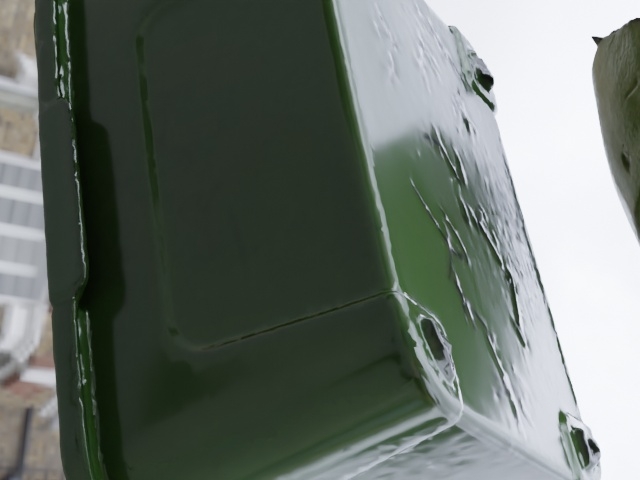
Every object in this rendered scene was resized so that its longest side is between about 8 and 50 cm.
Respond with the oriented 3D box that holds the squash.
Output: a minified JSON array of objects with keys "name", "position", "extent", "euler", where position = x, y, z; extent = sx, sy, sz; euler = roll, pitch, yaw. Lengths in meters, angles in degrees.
[{"name":"squash","position":[0.194,-0.027,0.720],"extent":[0.085,0.192,0.184],"euler":[-39,-146,-10]}]

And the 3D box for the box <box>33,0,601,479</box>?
[{"name":"box","position":[0.000,0.000,0.633],"extent":[0.178,0.253,0.329],"euler":[-28,-124,23]}]
